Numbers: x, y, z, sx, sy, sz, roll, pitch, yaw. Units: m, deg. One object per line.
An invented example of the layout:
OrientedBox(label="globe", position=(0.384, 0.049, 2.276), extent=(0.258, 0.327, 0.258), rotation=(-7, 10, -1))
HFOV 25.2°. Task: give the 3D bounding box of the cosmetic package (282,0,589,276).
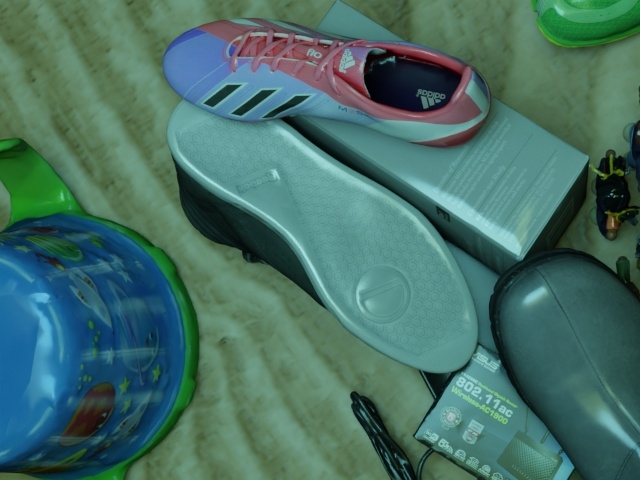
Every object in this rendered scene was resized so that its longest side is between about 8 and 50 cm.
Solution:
OrientedBox(label="cosmetic package", position=(0.087, -0.074, 1.120), extent=(0.238, 0.127, 0.107), rotation=(32, 84, 16))

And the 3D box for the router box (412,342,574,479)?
OrientedBox(label="router box", position=(0.148, 0.148, 1.130), extent=(0.122, 0.038, 0.092), rotation=(31, 88, 8))

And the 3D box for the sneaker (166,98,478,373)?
OrientedBox(label="sneaker", position=(0.000, -0.001, 1.150), extent=(0.295, 0.147, 0.104), rotation=(40, 78, 1))

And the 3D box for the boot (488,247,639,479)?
OrientedBox(label="boot", position=(0.251, 0.167, 0.989), extent=(0.118, 0.223, 0.338), rotation=(-35, 108, 0))

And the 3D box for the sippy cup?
OrientedBox(label="sippy cup", position=(-0.238, 0.088, 1.146), extent=(0.305, 0.224, 0.240), rotation=(45, 96, 10))

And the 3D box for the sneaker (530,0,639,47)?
OrientedBox(label="sneaker", position=(0.291, -0.250, 1.098), extent=(0.295, 0.123, 0.109), rotation=(-28, 83, 10))

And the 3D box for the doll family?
OrientedBox(label="doll family", position=(0.244, -0.021, 1.106), extent=(0.076, 0.111, 0.193), rotation=(-12, 85, 11))

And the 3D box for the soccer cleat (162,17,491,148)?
OrientedBox(label="soccer cleat", position=(0.001, -0.122, 1.031), extent=(0.248, 0.095, 0.083), rotation=(13, 77, 11))

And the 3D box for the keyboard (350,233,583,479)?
OrientedBox(label="keyboard", position=(0.128, 0.149, 1.167), extent=(0.201, 0.033, 0.317), rotation=(-28, 82, 3))
